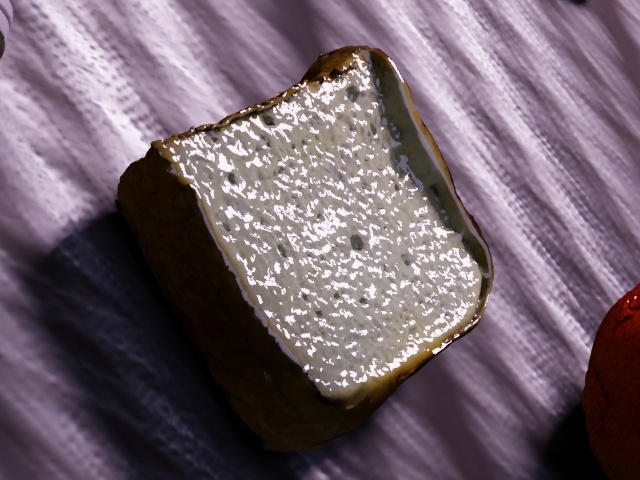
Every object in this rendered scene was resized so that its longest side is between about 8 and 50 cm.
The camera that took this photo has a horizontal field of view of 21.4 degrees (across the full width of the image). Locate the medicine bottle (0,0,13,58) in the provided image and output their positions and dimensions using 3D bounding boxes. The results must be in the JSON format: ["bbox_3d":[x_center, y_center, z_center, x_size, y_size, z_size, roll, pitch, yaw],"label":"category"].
[{"bbox_3d":[-0.226,-0.047,0.954,0.074,0.074,0.218,27,53,-34],"label":"medicine bottle"}]

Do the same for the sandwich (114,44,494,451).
[{"bbox_3d":[-0.001,0.000,1.144,0.251,0.087,0.226,-33,91,-47],"label":"sandwich"}]

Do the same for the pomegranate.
[{"bbox_3d":[0.303,0.131,1.300,0.210,0.210,0.235,-32,119,-50],"label":"pomegranate"}]
